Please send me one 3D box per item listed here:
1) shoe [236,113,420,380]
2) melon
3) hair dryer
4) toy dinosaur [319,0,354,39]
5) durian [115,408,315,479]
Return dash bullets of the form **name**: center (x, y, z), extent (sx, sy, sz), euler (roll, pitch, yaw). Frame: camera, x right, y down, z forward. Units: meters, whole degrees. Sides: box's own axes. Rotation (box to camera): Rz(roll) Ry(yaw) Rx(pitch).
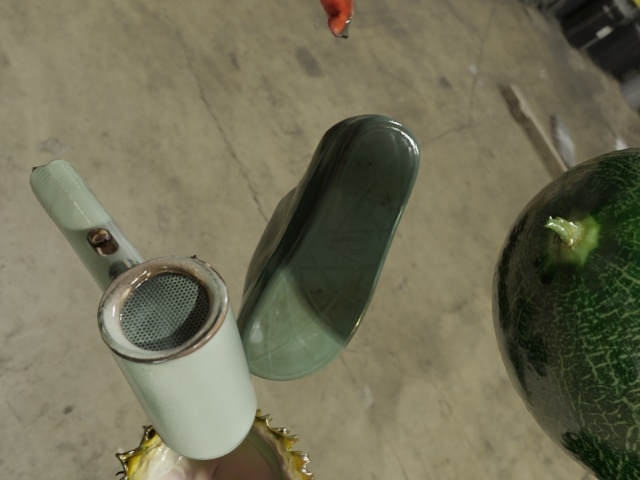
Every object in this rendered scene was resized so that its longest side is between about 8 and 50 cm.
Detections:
- **shoe**: center (0.000, 0.000, 0.641), extent (0.079, 0.195, 0.078), euler (20, 15, -22)
- **melon**: center (0.194, 0.051, 0.492), extent (0.287, 0.182, 0.182), euler (37, 36, -39)
- **hair dryer**: center (-0.131, 0.028, 0.607), extent (0.236, 0.073, 0.131), euler (43, -23, 32)
- **toy dinosaur**: center (-0.021, -0.241, 0.417), extent (0.286, 0.139, 0.070), euler (54, 5, 4)
- **durian**: center (-0.056, 0.210, 0.761), extent (0.078, 0.224, 0.140), euler (83, 19, -56)
